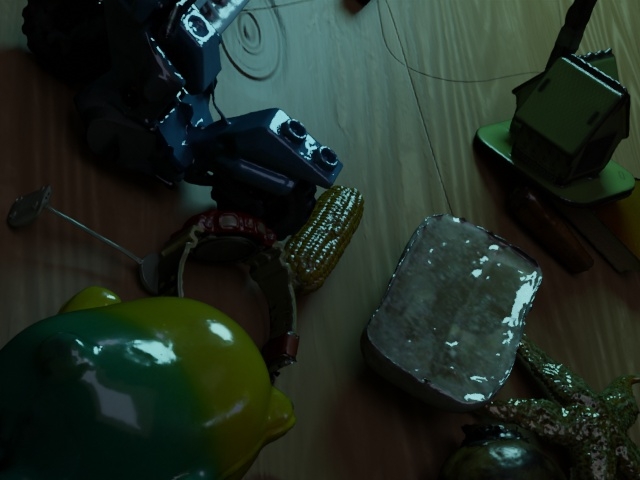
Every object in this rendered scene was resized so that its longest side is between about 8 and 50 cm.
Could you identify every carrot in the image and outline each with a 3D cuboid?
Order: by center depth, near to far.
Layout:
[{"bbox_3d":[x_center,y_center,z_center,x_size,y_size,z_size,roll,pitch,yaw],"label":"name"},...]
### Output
[{"bbox_3d":[0.338,-0.017,1.894,0.161,0.055,0.055,50,42,-10],"label":"carrot"}]

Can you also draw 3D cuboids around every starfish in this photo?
[{"bbox_3d":[0.339,0.258,1.681,0.358,0.078,0.347,13,56,-33],"label":"starfish"}]

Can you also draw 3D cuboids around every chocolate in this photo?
[{"bbox_3d":[0.160,0.098,1.624,0.185,0.100,0.303,34,41,-1],"label":"chocolate"}]

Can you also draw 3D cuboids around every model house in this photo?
[{"bbox_3d":[0.391,-0.219,1.874,0.205,0.278,0.218,-17,48,-44],"label":"model house"}]

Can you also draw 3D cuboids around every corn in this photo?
[{"bbox_3d":[0.000,0.000,1.584,0.068,0.068,0.207,43,41,-6],"label":"corn"}]

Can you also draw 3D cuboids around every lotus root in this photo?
[{"bbox_3d":[0.212,0.339,1.458,0.169,0.141,0.314,20,50,-23],"label":"lotus root"}]

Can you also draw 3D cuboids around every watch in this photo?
[{"bbox_3d":[-0.096,0.097,1.428,0.165,0.102,0.268,1,68,-41],"label":"watch"}]

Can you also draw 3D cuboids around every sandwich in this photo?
[{"bbox_3d":[0.452,-0.020,1.982,0.193,0.058,0.162,-1,62,-39],"label":"sandwich"}]

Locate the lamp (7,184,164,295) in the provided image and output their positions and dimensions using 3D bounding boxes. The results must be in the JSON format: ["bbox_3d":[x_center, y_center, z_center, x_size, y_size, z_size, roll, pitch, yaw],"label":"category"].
[{"bbox_3d":[-0.245,0.006,1.411,0.198,0.056,0.050,36,41,-30],"label":"lamp"}]

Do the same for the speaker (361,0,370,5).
[{"bbox_3d":[0.099,-0.431,1.997,0.040,0.046,0.191,42,41,-10],"label":"speaker"}]

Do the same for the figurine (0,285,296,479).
[{"bbox_3d":[-0.194,0.161,1.180,0.340,0.231,0.324,-21,46,-41],"label":"figurine"}]

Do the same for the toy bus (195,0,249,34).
[{"bbox_3d":[-0.163,-0.336,1.673,0.136,0.109,0.329,48,42,-17],"label":"toy bus"}]

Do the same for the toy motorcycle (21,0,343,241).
[{"bbox_3d":[-0.147,-0.176,1.468,0.416,0.232,0.172,42,37,-8],"label":"toy motorcycle"}]
